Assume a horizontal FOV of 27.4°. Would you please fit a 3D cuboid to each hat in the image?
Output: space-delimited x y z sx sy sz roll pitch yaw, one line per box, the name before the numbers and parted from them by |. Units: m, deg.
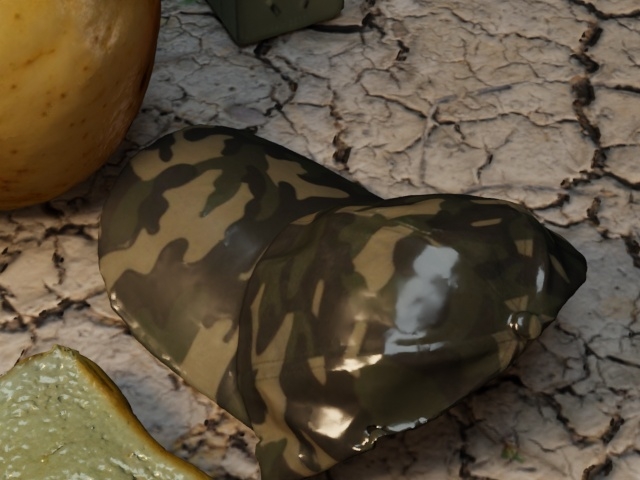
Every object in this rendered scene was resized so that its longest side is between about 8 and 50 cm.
hat | 0.000 0.000 1.135 0.382 0.257 0.366 41 55 6

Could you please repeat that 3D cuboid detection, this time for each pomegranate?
pomegranate | -0.340 -0.190 1.179 0.410 0.410 0.410 1 49 -1

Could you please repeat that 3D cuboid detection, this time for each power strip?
power strip | -0.078 -0.349 1.465 0.139 0.140 0.224 -20 53 -17

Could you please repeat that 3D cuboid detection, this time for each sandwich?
sandwich | -0.206 0.216 1.006 0.226 0.087 0.251 -35 59 -29
